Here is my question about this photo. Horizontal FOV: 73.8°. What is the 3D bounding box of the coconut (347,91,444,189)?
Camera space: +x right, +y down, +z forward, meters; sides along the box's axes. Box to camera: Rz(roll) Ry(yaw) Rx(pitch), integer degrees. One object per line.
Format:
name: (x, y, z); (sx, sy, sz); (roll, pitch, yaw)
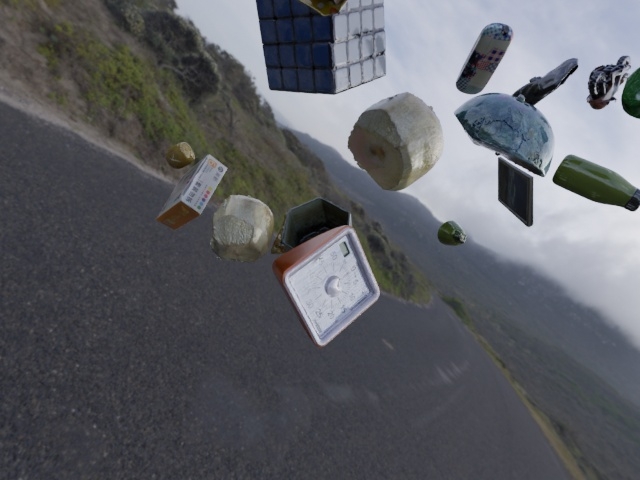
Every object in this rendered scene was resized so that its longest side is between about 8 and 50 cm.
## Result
coconut: (0.358, -0.449, 1.877); (0.404, 0.404, 0.404); (45, 7, -7)

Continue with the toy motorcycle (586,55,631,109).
toy motorcycle: (0.869, -0.473, 1.288); (0.084, 0.212, 0.118); (29, -36, 49)

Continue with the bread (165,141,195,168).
bread: (-0.502, -0.296, 1.506); (0.056, 0.115, 0.082); (-47, 120, -55)

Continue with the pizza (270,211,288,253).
pizza: (-0.135, -0.012, 1.606); (0.036, 0.176, 0.185); (22, 47, -52)

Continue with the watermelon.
watermelon: (0.533, -0.326, 1.193); (0.321, 0.175, 0.188); (30, 14, 12)

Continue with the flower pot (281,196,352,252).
flower pot: (0.000, 0.000, 1.413); (0.239, 0.209, 0.190); (29, -21, 23)

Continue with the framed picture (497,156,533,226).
framed picture: (0.714, -0.185, 1.566); (0.260, 0.023, 0.189); (-96, 174, -63)

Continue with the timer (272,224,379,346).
timer: (0.023, 0.114, 1.200); (0.258, 0.249, 0.161); (65, -11, -23)

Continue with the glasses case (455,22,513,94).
glasses case: (0.662, -0.730, 1.739); (0.125, 0.076, 0.328); (14, -28, 0)

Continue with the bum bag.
bum bag: (0.708, -0.497, 1.418); (0.074, 0.137, 0.310); (41, -22, -8)

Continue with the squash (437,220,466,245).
squash: (0.533, -0.015, 1.660); (0.105, 0.105, 0.132); (43, 2, -20)

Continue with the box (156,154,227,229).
box: (-0.469, -0.168, 1.538); (0.091, 0.221, 0.273); (35, -28, -26)

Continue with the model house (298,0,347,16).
model house: (0.003, -0.651, 0.949); (0.219, 0.207, 0.136); (47, 6, 23)

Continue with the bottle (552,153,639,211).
bottle: (0.900, -0.181, 1.380); (0.260, 0.112, 0.112); (34, 1, 26)

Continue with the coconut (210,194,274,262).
coconut: (-0.218, -0.038, 1.203); (0.194, 0.194, 0.194); (45, 7, -7)

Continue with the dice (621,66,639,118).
dice: (0.899, -0.393, 1.127); (0.128, 0.120, 0.131); (13, 3, -19)

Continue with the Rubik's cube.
Rubik's cube: (0.011, -0.743, 1.556); (0.344, 0.343, 0.338); (19, -51, 36)
